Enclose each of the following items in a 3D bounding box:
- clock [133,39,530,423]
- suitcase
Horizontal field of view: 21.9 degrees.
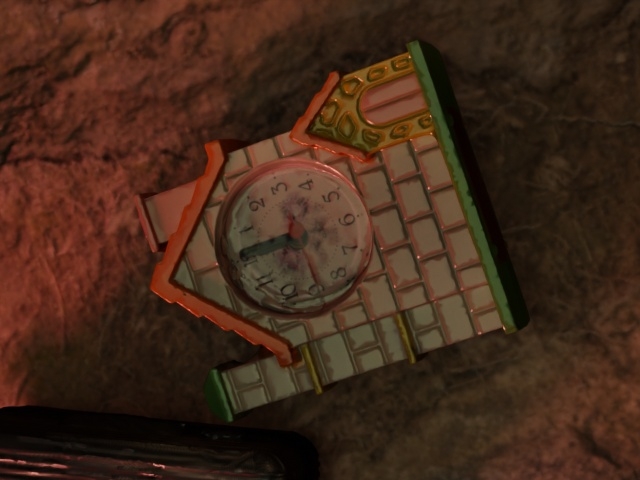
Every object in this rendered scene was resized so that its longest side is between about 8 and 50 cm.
[{"bbox_3d":[0.000,0.000,1.229,0.255,0.106,0.220,-20,88,12],"label":"clock"},{"bbox_3d":[-0.154,0.229,1.254,0.312,0.128,0.202,3,93,15],"label":"suitcase"}]
